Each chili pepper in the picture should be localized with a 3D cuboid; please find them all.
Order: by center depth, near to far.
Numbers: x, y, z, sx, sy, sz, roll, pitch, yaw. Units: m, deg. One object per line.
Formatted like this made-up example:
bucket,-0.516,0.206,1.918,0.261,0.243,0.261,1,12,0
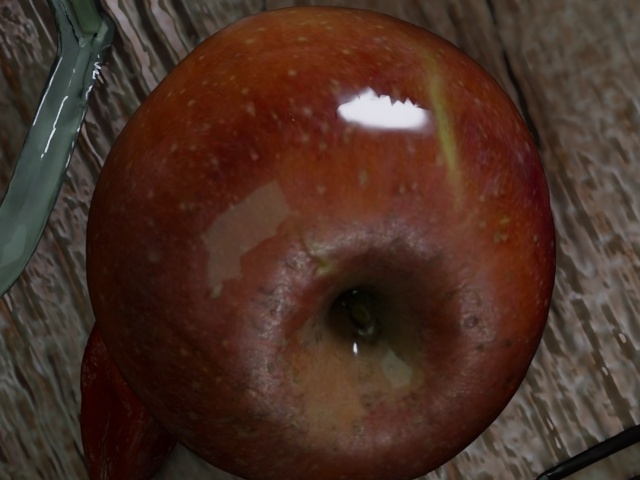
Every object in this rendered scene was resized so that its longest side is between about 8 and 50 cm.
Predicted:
chili pepper,-0.085,0.057,0.696,0.059,0.050,0.191,21,116,10

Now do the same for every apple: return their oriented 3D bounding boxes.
apple,0.000,0.000,0.597,0.201,0.162,0.201,-6,116,-12

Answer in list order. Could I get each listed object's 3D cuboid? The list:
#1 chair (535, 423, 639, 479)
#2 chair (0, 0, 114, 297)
chair,0.181,0.106,0.595,0.212,0.101,0.084,-31,90,19
chair,-0.224,-0.112,0.634,0.203,0.191,0.275,4,143,17
